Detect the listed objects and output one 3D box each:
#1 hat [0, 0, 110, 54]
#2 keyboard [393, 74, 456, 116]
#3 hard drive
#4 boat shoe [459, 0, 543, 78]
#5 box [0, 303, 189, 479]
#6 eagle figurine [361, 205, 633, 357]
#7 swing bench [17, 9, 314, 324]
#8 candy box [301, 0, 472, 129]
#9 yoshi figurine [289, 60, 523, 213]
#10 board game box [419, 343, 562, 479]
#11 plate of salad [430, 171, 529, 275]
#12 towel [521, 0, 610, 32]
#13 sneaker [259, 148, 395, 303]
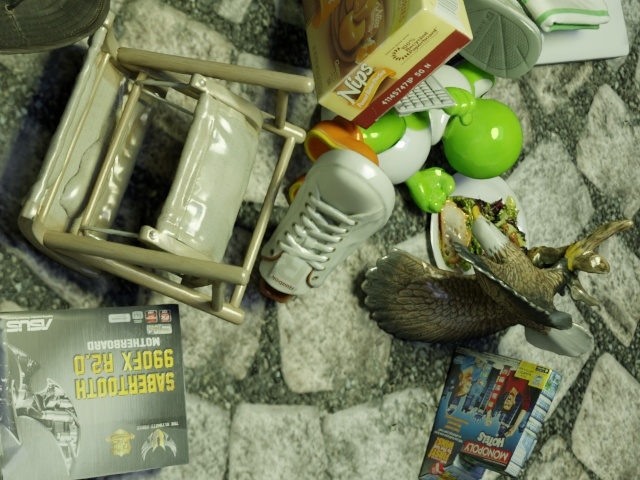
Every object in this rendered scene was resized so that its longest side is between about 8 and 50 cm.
[{"bbox_3d":[-0.337,-0.332,1.312,0.331,0.134,0.331,22,46,-24],"label":"hat"},{"bbox_3d":[0.103,-0.206,1.661,0.072,0.256,0.014,-13,116,-5],"label":"keyboard"},{"bbox_3d":[0.339,-0.372,2.002,0.319,0.040,0.210,-11,90,-40],"label":"hard drive"},{"bbox_3d":[0.164,-0.341,1.776,0.320,0.118,0.103,34,28,0],"label":"boat shoe"},{"bbox_3d":[-0.255,0.164,1.425,0.231,0.056,0.183,0,83,-39],"label":"box"},{"bbox_3d":[0.231,0.058,1.721,0.298,0.225,0.226,-21,138,-42],"label":"eagle figurine"},{"bbox_3d":[-0.166,-0.077,1.447,0.255,0.165,0.253,18,70,1],"label":"swing bench"},{"bbox_3d":[0.067,-0.312,1.599,0.087,0.183,0.316,26,40,-35],"label":"candy box"},{"bbox_3d":[0.141,-0.120,1.714,0.362,0.203,0.203,-34,113,-39],"label":"yoshi figurine"},{"bbox_3d":[0.219,0.249,1.745,0.060,0.194,0.194,32,79,-31],"label":"board game box"},{"bbox_3d":[0.234,-0.006,1.858,0.200,0.048,0.199,7,78,-39],"label":"plate of salad"},{"bbox_3d":[0.286,-0.441,1.871,0.248,0.038,0.325,-17,77,-57],"label":"towel"},{"bbox_3d":[0.000,0.000,1.516,0.106,0.290,0.123,31,63,-1],"label":"sneaker"}]
